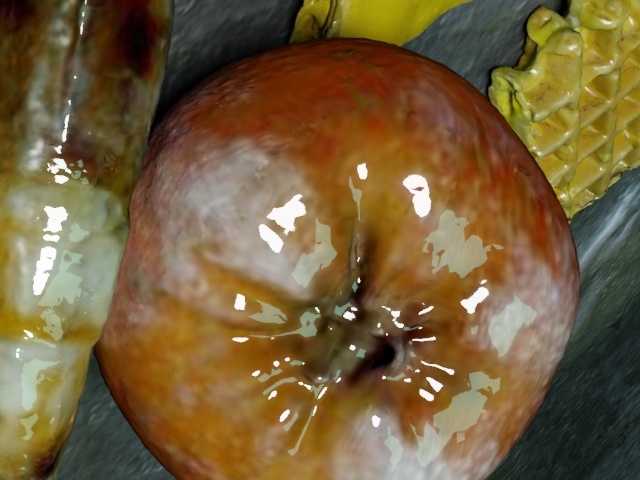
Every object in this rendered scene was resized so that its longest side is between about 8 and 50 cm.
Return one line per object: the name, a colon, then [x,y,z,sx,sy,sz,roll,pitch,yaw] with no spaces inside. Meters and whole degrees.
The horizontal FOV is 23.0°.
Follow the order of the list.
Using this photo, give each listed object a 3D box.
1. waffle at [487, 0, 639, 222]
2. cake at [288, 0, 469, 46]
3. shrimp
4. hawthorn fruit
waffle: [0.183,-0.106,1.063,0.160,0.055,0.211,-38,150,-20]
cake: [0.067,-0.140,0.828,0.185,0.080,0.116,-16,135,-53]
shrimp: [-0.099,-0.056,0.622,0.233,0.071,0.365,178,-80,-83]
hawthorn fruit: [-0.004,0.006,0.761,0.231,0.263,0.235,-3,131,-34]
